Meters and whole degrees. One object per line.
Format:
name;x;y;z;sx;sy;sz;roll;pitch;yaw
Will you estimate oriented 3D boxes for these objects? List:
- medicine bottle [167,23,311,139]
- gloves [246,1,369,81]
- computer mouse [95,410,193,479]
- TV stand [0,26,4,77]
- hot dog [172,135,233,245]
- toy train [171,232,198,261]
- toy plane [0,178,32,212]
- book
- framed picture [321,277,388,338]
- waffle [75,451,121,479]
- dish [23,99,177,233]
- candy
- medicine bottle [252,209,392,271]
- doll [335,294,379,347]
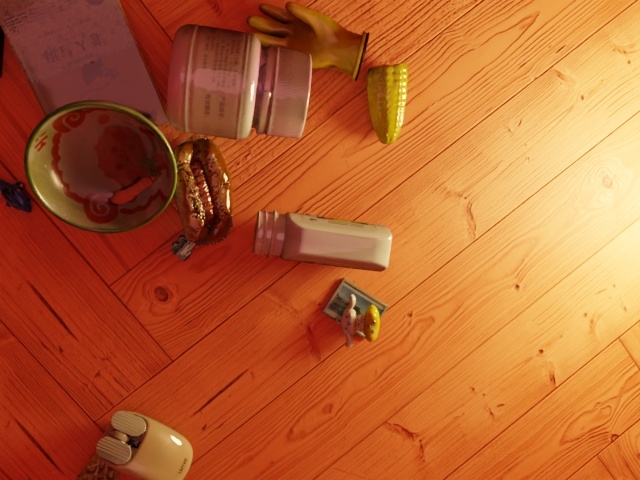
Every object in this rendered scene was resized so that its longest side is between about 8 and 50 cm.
medicine bottle;-0.183;-0.351;1.338;0.302;0.241;0.241;7;95;-9
gloves;-0.039;-0.484;1.423;0.295;0.116;0.132;15;87;-3
computer mouse;-0.432;0.523;1.457;0.237;0.082;0.145;34;60;-13
TV stand;-0.750;-0.508;1.336;0.040;0.049;0.256;6;96;-8
hot dog;-0.284;-0.119;1.420;0.145;0.075;0.267;-10;90;-18
toy train;-0.334;0.008;1.462;0.053;0.033;0.083;44;88;-15
toy plane;-0.749;-0.126;1.381;0.062;0.054;0.167;-37;102;23
book;-0.550;-0.413;1.361;0.269;0.032;0.388;-23;106;-5
framed picture;0.093;0.182;1.554;0.149;0.011;0.109;32;91;-10
waffle;-0.534;0.609;1.489;0.149;0.051;0.194;38;85;-11
dish;-0.496;-0.184;1.352;0.325;0.124;0.324;-6;123;-9
candy;0.169;-0.342;1.469;0.106;0.094;0.198;-5;103;-13
medicine bottle;0.000;0.000;1.435;0.325;0.179;0.124;6;96;-8
doll;0.098;0.205;1.527;0.113;0.071;0.135;-19;93;12
